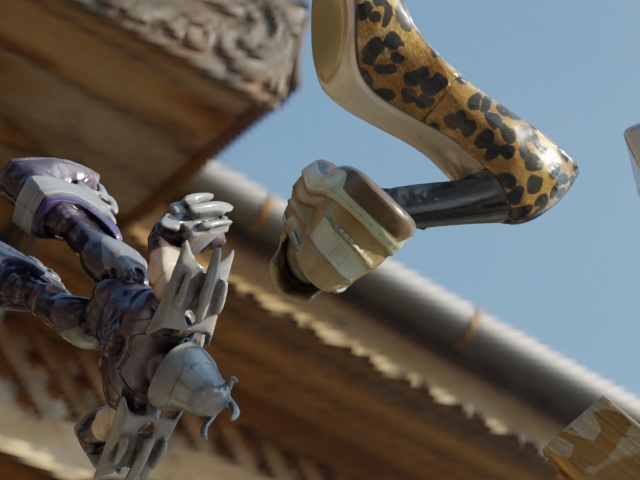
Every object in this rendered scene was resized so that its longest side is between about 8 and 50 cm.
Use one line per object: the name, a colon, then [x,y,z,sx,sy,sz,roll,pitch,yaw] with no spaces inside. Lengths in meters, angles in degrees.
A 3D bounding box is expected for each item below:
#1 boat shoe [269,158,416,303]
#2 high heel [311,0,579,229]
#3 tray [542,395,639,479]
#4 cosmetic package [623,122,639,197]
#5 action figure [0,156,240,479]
boat shoe: [0.000,0.000,1.047,0.068,0.072,0.190,42,-3,0]
high heel: [0.094,-0.135,1.473,0.186,0.261,0.093,-7,-6,-21]
tray: [0.337,0.299,1.412,0.076,0.411,0.203,-39,-46,-8]
cosmetic package: [0.353,-0.067,1.278,0.284,0.097,0.377,-25,-8,8]
action figure: [-0.128,0.040,1.220,0.099,0.285,0.185,23,-81,-44]
